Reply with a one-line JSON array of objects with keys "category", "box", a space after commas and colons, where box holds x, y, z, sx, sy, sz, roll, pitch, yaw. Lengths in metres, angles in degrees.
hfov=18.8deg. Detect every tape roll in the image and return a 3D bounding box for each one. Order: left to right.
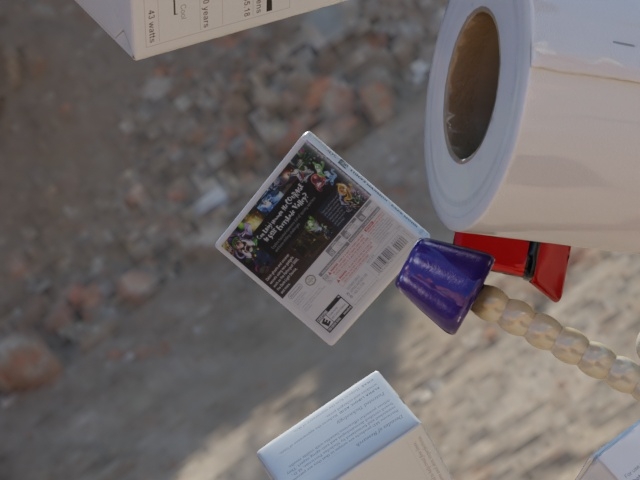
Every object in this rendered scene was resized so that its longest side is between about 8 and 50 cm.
[{"category": "tape roll", "box": [0.203, -0.118, 1.609, 0.169, 0.246, 0.246, 7, 8, -15]}]

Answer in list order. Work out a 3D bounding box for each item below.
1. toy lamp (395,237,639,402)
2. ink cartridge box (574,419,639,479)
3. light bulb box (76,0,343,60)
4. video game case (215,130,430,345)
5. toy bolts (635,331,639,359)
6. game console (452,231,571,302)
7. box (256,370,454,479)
[{"category": "toy lamp", "box": [0.193, 0.082, 1.632, 0.080, 0.275, 0.080, -60, -5, -9]}, {"category": "ink cartridge box", "box": [0.279, 0.225, 1.391, 0.086, 0.203, 0.148, -36, -15, -16]}, {"category": "light bulb box", "box": [-0.081, -0.418, 1.932, 0.361, 0.358, 0.225, -19, 41, -25]}, {"category": "video game case", "box": [0.000, 0.000, 2.094, 0.190, 0.173, 0.022, -49, 0, 36]}, {"category": "toy bolts", "box": [0.473, 0.061, 2.271, 0.218, 0.158, 0.228, 96, -170, -71]}, {"category": "game console", "box": [0.201, -0.023, 1.970, 0.085, 0.124, 0.144, 94, -172, -73]}, {"category": "box", "box": [0.051, 0.288, 2.309, 0.182, 0.181, 0.119, -33, 40, -6]}]
